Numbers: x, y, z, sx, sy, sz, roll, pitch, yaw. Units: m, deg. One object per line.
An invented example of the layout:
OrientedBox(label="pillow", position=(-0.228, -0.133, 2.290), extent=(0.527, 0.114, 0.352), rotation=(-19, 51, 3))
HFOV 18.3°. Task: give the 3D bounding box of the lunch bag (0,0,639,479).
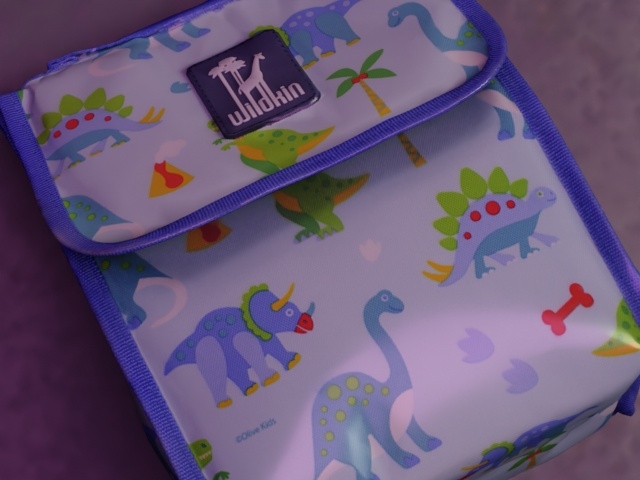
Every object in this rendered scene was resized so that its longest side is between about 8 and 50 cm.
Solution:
OrientedBox(label="lunch bag", position=(0.000, 0.000, 0.525), extent=(0.129, 0.096, 0.151), rotation=(-25, 74, -8))
